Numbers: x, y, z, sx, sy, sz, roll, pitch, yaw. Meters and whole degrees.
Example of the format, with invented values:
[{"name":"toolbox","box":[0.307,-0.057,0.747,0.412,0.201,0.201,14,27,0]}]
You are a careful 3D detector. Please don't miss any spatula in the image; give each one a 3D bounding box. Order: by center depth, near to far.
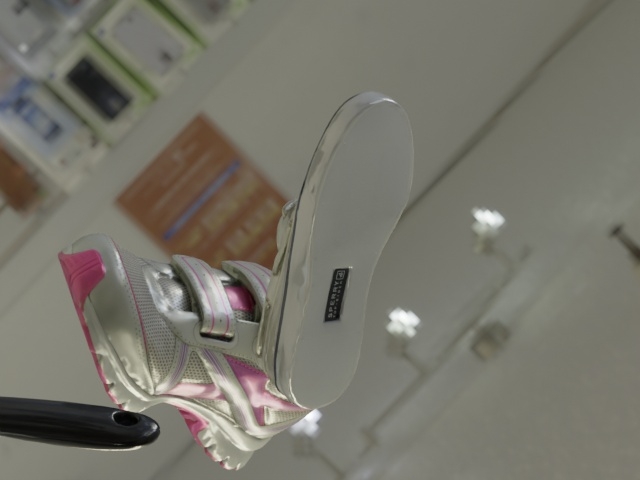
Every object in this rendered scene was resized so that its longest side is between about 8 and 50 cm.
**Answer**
[{"name":"spatula","box":[-0.230,0.099,0.972,0.297,0.030,0.084,-1,-158,14]}]

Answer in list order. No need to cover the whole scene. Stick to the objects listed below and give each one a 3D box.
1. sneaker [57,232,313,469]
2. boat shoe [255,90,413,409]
[{"name":"sneaker","box":[-0.068,0.051,1.092,0.111,0.252,0.103,-31,-120,11]},{"name":"boat shoe","box":[0.000,0.000,0.546,0.035,0.035,0.100,33,-62,48]}]
